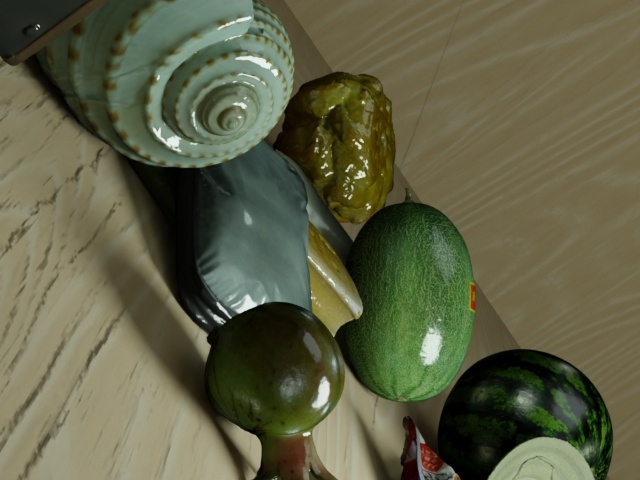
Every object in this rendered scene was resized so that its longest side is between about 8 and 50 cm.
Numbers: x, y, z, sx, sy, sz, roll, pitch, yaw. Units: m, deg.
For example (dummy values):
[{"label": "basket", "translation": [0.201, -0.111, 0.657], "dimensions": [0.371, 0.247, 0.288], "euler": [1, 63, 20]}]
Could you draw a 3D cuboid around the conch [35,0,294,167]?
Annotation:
[{"label": "conch", "translation": [-0.189, -0.213, 1.679], "dimensions": [0.319, 0.215, 0.303], "euler": [26, -20, 35]}]

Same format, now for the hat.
[{"label": "hat", "translation": [0.249, 0.376, 2.177], "dimensions": [0.110, 0.252, 0.252], "euler": [7, -36, 50]}]

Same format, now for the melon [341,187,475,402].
[{"label": "melon", "translation": [0.117, 0.072, 2.192], "dimensions": [0.182, 0.182, 0.288], "euler": [24, 68, -72]}]

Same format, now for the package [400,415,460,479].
[{"label": "package", "translation": [0.143, 0.345, 1.971], "dimensions": [0.194, 0.071, 0.269], "euler": [46, 28, -40]}]

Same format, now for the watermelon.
[{"label": "watermelon", "translation": [0.293, 0.285, 2.348], "dimensions": [0.269, 0.269, 0.269], "euler": [54, 10, -14]}]

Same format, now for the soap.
[{"label": "soap", "translation": [-0.045, 0.004, 2.078], "dimensions": [0.232, 0.073, 0.140], "euler": [49, 8, -34]}]

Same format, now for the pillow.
[{"label": "pillow", "translation": [0.000, 0.000, 2.290], "dimensions": [0.254, 0.078, 0.144], "euler": [54, 13, -24]}]

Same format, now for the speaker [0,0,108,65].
[{"label": "speaker", "translation": [-0.295, -0.313, 1.519], "dimensions": [0.153, 0.192, 0.231], "euler": [42, 17, -52]}]

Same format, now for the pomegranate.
[{"label": "pomegranate", "translation": [-0.039, 0.153, 1.532], "dimensions": [0.152, 0.131, 0.191], "euler": [14, 67, -84]}]

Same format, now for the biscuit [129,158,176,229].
[{"label": "biscuit", "translation": [-0.161, -0.058, 1.822], "dimensions": [0.322, 0.038, 0.099], "euler": [57, 13, 0]}]

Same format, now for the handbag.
[{"label": "handbag", "translation": [-0.081, -0.013, 1.787], "dimensions": [0.191, 0.075, 0.332], "euler": [37, 34, -33]}]

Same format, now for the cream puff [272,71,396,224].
[{"label": "cream puff", "translation": [0.030, -0.144, 2.548], "dimensions": [0.244, 0.196, 0.244], "euler": [-172, -90, -81]}]
